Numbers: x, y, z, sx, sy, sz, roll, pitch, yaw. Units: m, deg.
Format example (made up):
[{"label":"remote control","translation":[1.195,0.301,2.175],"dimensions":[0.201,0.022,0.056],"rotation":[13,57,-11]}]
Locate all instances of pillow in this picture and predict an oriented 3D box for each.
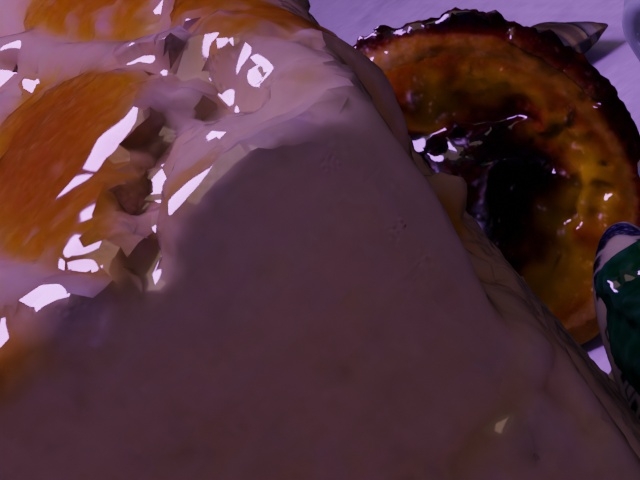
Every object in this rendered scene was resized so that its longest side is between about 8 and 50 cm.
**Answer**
[{"label":"pillow","translation":[0.130,-0.118,1.387],"dimensions":[0.203,0.038,0.113],"rotation":[-34,16,-10]}]

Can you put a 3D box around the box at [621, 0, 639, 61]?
[{"label":"box","translation":[0.318,-0.114,0.830],"dimensions":[0.167,0.193,0.294],"rotation":[-43,17,-31]}]

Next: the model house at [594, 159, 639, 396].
[{"label":"model house","translation":[0.222,-0.025,0.561],"dimensions":[0.230,0.248,0.280],"rotation":[-24,41,-5]}]

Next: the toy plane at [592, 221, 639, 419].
[{"label":"toy plane","translation":[0.158,0.089,0.715],"dimensions":[0.242,0.104,0.256],"rotation":[-26,32,15]}]

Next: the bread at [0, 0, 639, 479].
[{"label":"bread","translation":[-0.089,0.087,0.660],"dimensions":[0.371,0.279,0.390],"rotation":[-42,26,6]}]

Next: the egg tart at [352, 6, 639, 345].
[{"label":"egg tart","translation":[0.092,-0.037,1.012],"dimensions":[0.215,0.215,0.171],"rotation":[-24,9,19]}]
